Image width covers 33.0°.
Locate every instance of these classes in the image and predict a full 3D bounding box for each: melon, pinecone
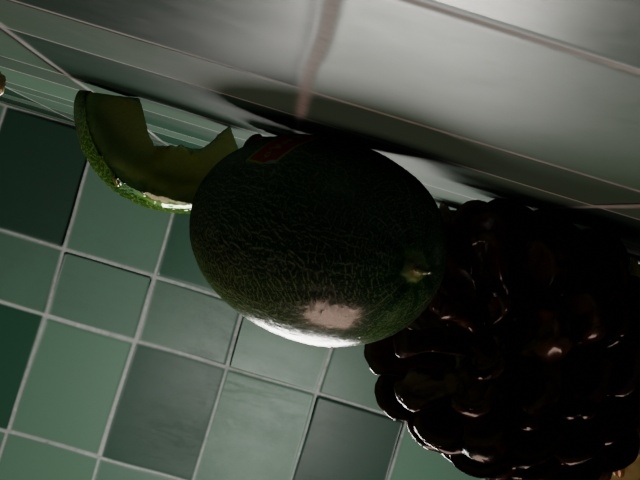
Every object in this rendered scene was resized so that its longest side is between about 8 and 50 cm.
[{"bbox_3d":[0.000,0.000,0.938,0.182,0.182,0.288,16,-178,-42],"label":"melon"},{"bbox_3d":[0.191,0.093,1.039,0.242,0.298,0.296,-35,151,32],"label":"pinecone"},{"bbox_3d":[-0.175,-0.094,1.195,0.210,0.117,0.064,11,176,-13],"label":"melon"}]

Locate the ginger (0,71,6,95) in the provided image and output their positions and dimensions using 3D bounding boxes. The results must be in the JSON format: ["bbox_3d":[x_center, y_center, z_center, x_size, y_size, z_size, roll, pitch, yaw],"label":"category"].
[{"bbox_3d":[-0.431,-0.183,1.116,0.104,0.080,0.204,24,-174,35],"label":"ginger"}]

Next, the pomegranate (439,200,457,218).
[{"bbox_3d":[0.181,0.009,1.434,0.130,0.129,0.159,17,144,-7],"label":"pomegranate"}]

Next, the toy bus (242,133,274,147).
[{"bbox_3d":[-0.003,-0.060,1.138,0.077,0.079,0.174,5,171,44],"label":"toy bus"}]

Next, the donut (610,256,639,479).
[{"bbox_3d":[0.295,0.142,1.302,0.308,0.150,0.371,10,-140,6],"label":"donut"}]
